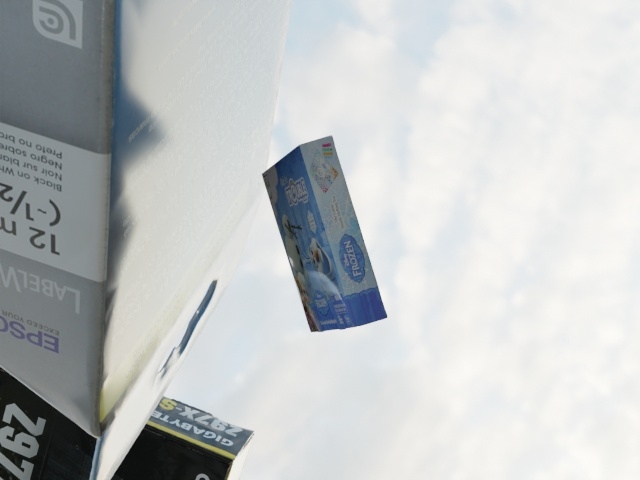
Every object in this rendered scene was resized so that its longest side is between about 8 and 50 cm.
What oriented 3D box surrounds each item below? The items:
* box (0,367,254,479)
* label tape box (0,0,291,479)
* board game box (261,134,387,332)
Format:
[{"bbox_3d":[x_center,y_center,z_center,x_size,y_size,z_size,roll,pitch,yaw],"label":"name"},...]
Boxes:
[{"bbox_3d":[-0.235,0.294,1.276,0.079,0.257,0.322,-44,-26,-69],"label":"box"},{"bbox_3d":[-0.108,-0.063,0.679,0.249,0.115,0.348,-61,-12,-48],"label":"label tape box"},{"bbox_3d":[0.000,0.000,0.625,0.020,0.090,0.090,-16,-92,-15],"label":"board game box"}]
